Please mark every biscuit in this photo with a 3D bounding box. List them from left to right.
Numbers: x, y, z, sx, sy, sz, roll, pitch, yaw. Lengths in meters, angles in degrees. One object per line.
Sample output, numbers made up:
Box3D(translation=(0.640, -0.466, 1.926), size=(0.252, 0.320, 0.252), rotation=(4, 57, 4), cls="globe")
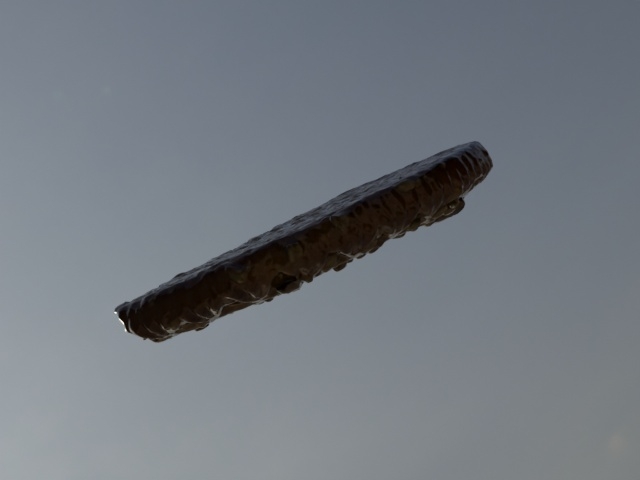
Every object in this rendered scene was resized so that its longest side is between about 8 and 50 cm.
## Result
Box3D(translation=(0.012, -0.006, 0.495), size=(0.126, 0.025, 0.206), rotation=(-22, 4, 32), cls="biscuit")
